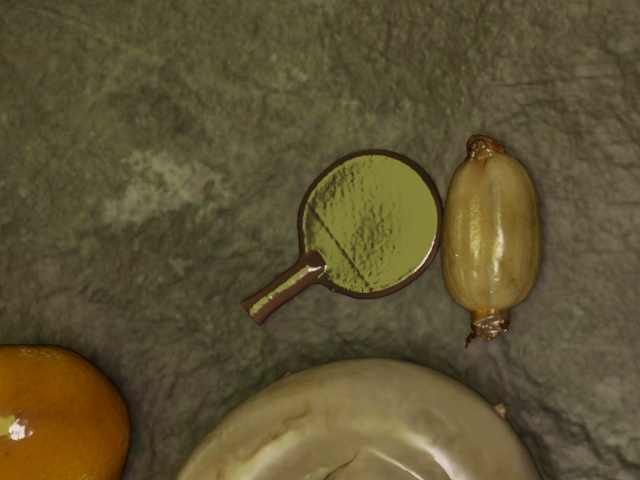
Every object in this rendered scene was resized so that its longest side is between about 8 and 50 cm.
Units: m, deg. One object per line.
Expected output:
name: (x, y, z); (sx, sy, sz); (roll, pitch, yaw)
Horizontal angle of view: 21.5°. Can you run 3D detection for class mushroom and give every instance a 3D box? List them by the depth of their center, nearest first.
mushroom: (0.014, 0.219, 1.082); (0.292, 0.290, 0.293); (-1, 84, 12)

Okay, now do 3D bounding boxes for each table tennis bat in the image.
table tennis bat: (0.000, 0.000, 1.195); (0.170, 0.119, 0.107); (-38, 75, 9)

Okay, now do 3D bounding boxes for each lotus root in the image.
lotus root: (0.121, 0.001, 1.186); (0.073, 0.062, 0.150); (-1, 85, 25)

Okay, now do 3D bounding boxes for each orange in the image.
orange: (-0.220, 0.144, 1.240); (0.159, 0.159, 0.136); (-35, 43, 12)
